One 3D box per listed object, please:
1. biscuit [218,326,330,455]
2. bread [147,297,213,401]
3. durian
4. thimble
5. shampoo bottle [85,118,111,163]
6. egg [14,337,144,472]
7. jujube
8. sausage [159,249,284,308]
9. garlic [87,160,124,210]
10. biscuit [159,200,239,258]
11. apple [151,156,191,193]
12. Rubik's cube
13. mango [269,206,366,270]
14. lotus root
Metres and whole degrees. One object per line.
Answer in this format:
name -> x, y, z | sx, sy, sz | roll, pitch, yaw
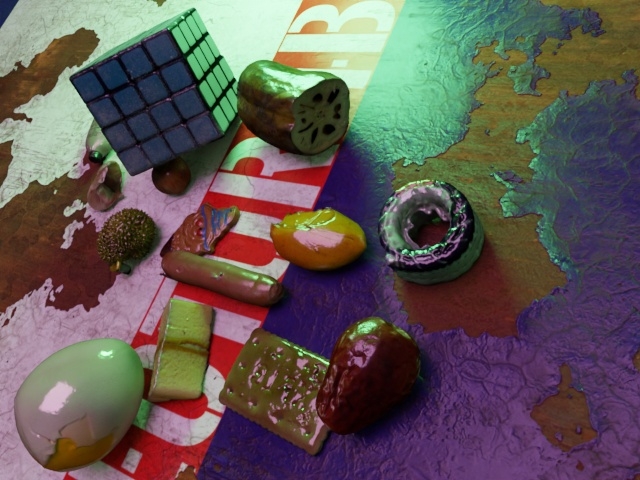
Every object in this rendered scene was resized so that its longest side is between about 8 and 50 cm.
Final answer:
biscuit -> -0.087, 0.345, 1.550 | 0.325, 0.044, 0.217 | 19, 73, 36
bread -> -0.378, 0.285, 1.713 | 0.178, 0.141, 0.265 | -4, 62, 10
durian -> -0.592, -0.015, 1.975 | 0.198, 0.146, 0.159 | -42, 49, -2
thimble -> 0.246, -0.012, 1.498 | 0.238, 0.150, 0.237 | -13, 60, 23
shampoo bottle -> -0.771, -0.389, 2.332 | 0.127, 0.078, 0.256 | -3, 60, 22
egg -> -0.600, 0.403, 1.661 | 0.345, 0.283, 0.283 | -45, 50, -16
jujube -> 0.095, 0.288, 1.392 | 0.255, 0.190, 0.190 | -52, 51, 10
sausage -> -0.272, 0.101, 1.761 | 0.419, 0.094, 0.094 | 13, 110, 33
garlic -> -0.712, -0.186, 2.183 | 0.124, 0.099, 0.174 | -13, 51, 46
biscuit -> -0.359, -0.024, 1.923 | 0.280, 0.043, 0.183 | -26, 50, 11
apple -> -0.461, -0.206, 2.038 | 0.126, 0.102, 0.126 | -17, 57, 28
Rubik's cube -> -0.469, -0.447, 1.960 | 0.345, 0.337, 0.343 | -22, 25, 16
mango -> 0.000, 0.000, 1.647 | 0.252, 0.126, 0.153 | 7, 56, 25
lotus root -> -0.098, -0.387, 1.851 | 0.346, 0.250, 0.250 | 31, 81, 38
